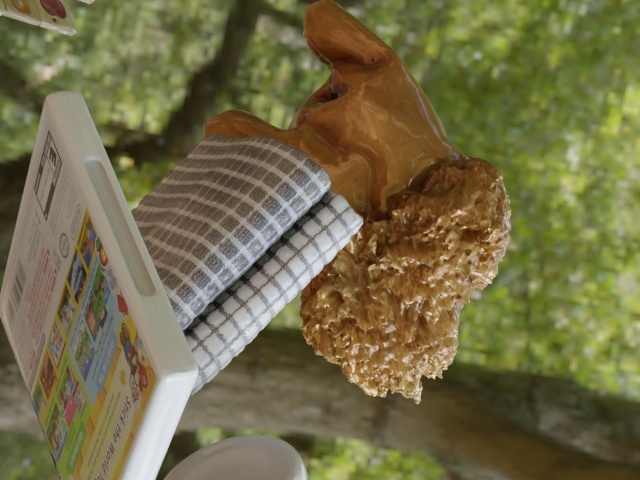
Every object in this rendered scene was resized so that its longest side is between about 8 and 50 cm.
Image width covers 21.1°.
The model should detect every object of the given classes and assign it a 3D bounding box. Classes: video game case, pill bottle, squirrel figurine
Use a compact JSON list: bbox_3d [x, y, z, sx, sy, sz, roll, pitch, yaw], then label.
[{"bbox_3d":[-0.143,0.058,1.050,0.206,0.026,0.227,64,-31,29],"label":"video game case"},{"bbox_3d":[-0.047,0.308,1.534,0.136,0.136,0.245,-111,-178,-62],"label":"pill bottle"},{"bbox_3d":[0.000,0.000,1.964,0.397,0.370,0.281,41,-22,23],"label":"squirrel figurine"}]

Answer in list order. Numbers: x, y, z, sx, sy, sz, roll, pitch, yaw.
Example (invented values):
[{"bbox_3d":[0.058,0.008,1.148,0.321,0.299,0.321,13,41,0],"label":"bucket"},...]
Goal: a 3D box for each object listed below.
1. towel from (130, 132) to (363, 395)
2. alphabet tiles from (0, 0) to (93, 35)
[{"bbox_3d":[-0.118,0.008,1.618,0.235,0.121,0.284,-47,-157,-12],"label":"towel"},{"bbox_3d":[-0.375,-0.389,1.904,0.011,0.285,0.342,-29,-111,26],"label":"alphabet tiles"}]
